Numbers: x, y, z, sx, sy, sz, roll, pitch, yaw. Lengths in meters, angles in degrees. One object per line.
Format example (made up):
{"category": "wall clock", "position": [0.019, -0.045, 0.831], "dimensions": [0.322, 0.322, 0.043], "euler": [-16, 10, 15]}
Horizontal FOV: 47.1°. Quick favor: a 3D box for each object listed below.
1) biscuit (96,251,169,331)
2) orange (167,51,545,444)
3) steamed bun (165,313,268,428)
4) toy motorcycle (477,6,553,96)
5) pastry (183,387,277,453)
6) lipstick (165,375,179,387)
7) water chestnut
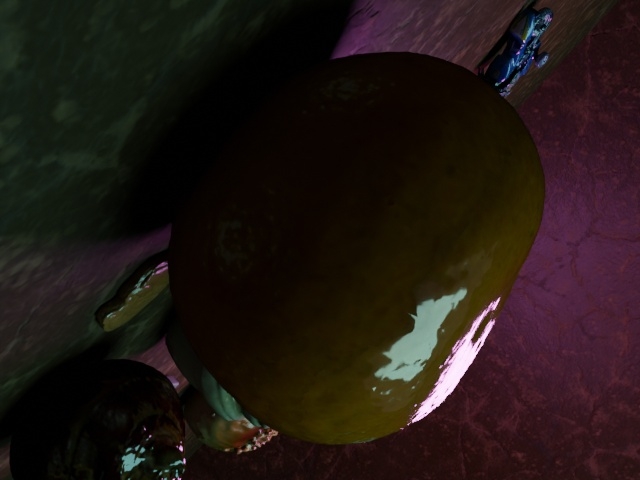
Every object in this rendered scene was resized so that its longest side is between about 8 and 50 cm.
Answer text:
{"category": "biscuit", "position": [-0.213, 0.060, 0.881], "dimensions": [0.130, 0.019, 0.102], "euler": [-45, 173, -6]}
{"category": "orange", "position": [0.036, 0.000, 0.772], "dimensions": [0.424, 0.326, 0.424], "euler": [-49, 157, -29]}
{"category": "steamed bun", "position": [-0.057, 0.186, 1.160], "dimensions": [0.324, 0.219, 0.310], "euler": [22, 124, -34]}
{"category": "toy motorcycle", "position": [0.404, -0.383, 1.552], "dimensions": [0.135, 0.092, 0.254], "euler": [-28, 155, -34]}
{"category": "pastry", "position": [-0.183, 0.424, 2.023], "dimensions": [0.409, 0.245, 0.409], "euler": [-46, 171, -10]}
{"category": "lipstick", "position": [-0.318, 0.287, 1.461], "dimensions": [0.025, 0.025, 0.107], "euler": [-46, 165, 3]}
{"category": "water chestnut", "position": [-0.287, 0.264, 0.950], "dimensions": [0.238, 0.224, 0.223], "euler": [5, -144, 47]}
